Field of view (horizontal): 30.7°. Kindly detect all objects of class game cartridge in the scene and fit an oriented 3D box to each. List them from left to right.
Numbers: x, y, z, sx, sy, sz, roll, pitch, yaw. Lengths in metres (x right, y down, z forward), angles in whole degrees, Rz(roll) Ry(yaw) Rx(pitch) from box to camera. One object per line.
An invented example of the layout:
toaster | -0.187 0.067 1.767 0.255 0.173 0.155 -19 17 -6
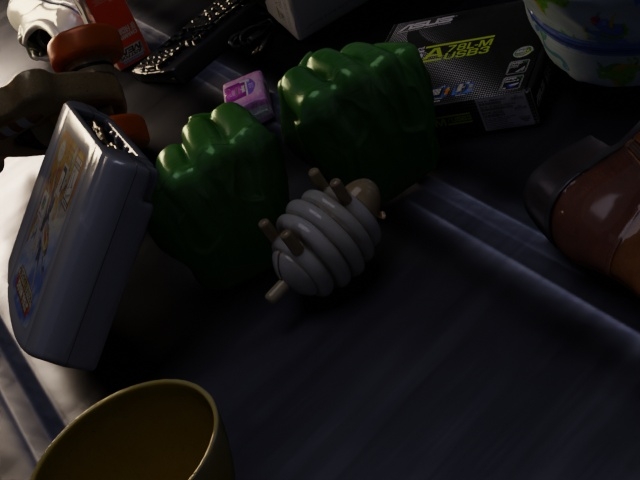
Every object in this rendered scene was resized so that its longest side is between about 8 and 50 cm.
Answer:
game cartridge | -0.219 -0.006 1.027 0.198 0.062 0.297 -65 24 6

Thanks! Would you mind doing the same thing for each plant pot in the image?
plant pot | -0.108 0.171 0.757 0.134 0.095 0.134 -18 33 12

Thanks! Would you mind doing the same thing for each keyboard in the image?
keyboard | -0.095 -0.302 1.519 0.201 0.033 0.317 9 47 44

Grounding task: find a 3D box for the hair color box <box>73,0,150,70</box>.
hair color box | -0.296 -0.319 1.556 0.053 0.167 0.093 -33 32 -13

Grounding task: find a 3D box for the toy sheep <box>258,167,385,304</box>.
toy sheep | 0.000 0.000 0.943 0.132 0.091 0.091 -44 34 -11

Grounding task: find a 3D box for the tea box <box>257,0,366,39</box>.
tea box | 0.004 -0.479 1.443 0.329 0.220 0.323 -33 51 -12

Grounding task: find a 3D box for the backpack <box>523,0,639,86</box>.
backpack | 0.334 -0.273 0.981 0.355 0.273 0.290 -24 48 29

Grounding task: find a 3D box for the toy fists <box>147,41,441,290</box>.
toy fists | -0.027 -0.078 1.004 0.279 0.142 0.096 -29 49 -6

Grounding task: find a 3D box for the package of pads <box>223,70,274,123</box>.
package of pads | -0.080 -0.152 1.281 0.050 0.032 0.083 -22 31 5

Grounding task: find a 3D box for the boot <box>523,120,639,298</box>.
boot | 0.300 -0.035 0.769 0.264 0.096 0.280 -29 32 -5

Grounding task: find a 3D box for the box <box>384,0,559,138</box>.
box | 0.137 -0.166 1.131 0.190 0.045 0.184 -5 39 29

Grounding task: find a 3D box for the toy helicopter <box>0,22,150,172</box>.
toy helicopter | -0.380 -0.125 1.273 0.355 0.140 0.235 -10 -11 -44

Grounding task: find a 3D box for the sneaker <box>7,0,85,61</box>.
sneaker | -0.408 -0.312 1.703 0.091 0.094 0.258 -50 33 -18
